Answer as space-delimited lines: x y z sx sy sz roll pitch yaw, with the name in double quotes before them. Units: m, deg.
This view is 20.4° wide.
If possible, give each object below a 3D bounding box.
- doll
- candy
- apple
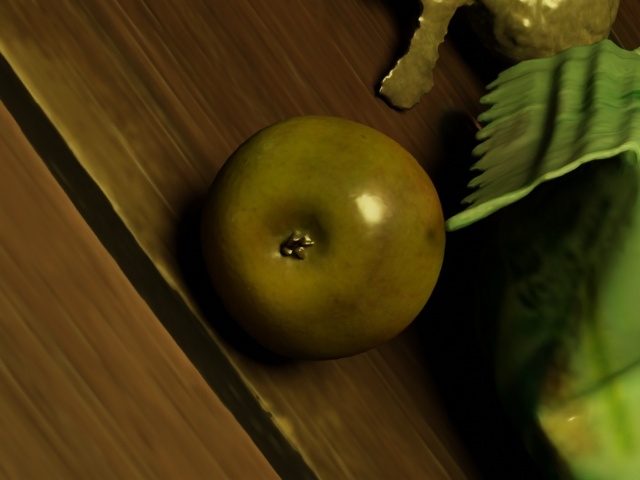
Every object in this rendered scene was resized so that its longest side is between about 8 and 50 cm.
"doll" 0.033 -0.152 0.831 0.286 0.091 0.203 -12 82 -46
"candy" 0.183 0.110 0.735 0.398 0.172 0.263 69 19 -7
"apple" 0.000 0.000 0.641 0.089 0.089 0.074 60 15 1
